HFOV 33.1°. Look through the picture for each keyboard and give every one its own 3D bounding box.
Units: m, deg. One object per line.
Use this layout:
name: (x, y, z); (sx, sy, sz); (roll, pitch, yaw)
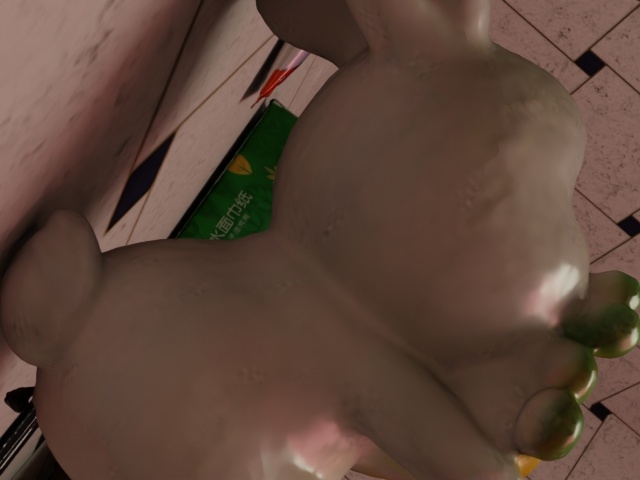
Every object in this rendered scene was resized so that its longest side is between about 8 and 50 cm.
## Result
keyboard: (-0.183, 0.107, 0.735); (0.155, 0.010, 0.053); (-55, 179, -34)

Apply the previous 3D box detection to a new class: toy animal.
toy animal: (0.005, 0.004, 0.499); (0.310, 0.247, 0.183); (-50, -179, 1)

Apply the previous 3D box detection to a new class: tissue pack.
tissue pack: (-0.039, 0.022, 0.872); (0.209, 0.148, 0.156); (-56, 177, -7)

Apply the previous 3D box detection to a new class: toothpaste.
toothpaste: (0.011, -0.167, 0.716); (0.190, 0.031, 0.048); (-54, -177, 21)

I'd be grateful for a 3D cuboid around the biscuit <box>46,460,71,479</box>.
biscuit: (-0.181, 0.369, 0.901); (0.446, 0.104, 0.429); (-56, -140, 20)
